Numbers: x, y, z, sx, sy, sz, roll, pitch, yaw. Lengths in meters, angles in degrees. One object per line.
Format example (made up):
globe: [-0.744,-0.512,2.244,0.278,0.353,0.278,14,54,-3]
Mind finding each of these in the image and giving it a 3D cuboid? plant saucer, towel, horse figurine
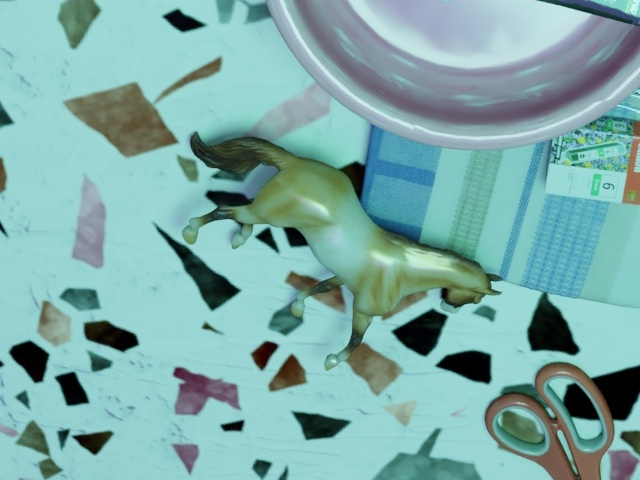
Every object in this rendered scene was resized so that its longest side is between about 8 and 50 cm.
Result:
plant saucer: [0.118,-0.234,1.234,0.332,0.084,0.332,2,111,5]
towel: [0.178,-0.053,1.376,0.285,0.034,0.209,12,122,3]
horse figurine: [0.000,0.000,1.391,0.263,0.066,0.174,45,130,-13]

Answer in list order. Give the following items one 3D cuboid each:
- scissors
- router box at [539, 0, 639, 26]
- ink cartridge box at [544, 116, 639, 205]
scissors: [0.253,0.238,1.533,0.109,0.021,0.297,-26,111,18]
router box: [0.201,-0.218,1.167,0.092,0.038,0.122,15,111,-1]
ink cartridge box: [0.238,-0.062,1.321,0.115,0.029,0.063,8,122,6]
